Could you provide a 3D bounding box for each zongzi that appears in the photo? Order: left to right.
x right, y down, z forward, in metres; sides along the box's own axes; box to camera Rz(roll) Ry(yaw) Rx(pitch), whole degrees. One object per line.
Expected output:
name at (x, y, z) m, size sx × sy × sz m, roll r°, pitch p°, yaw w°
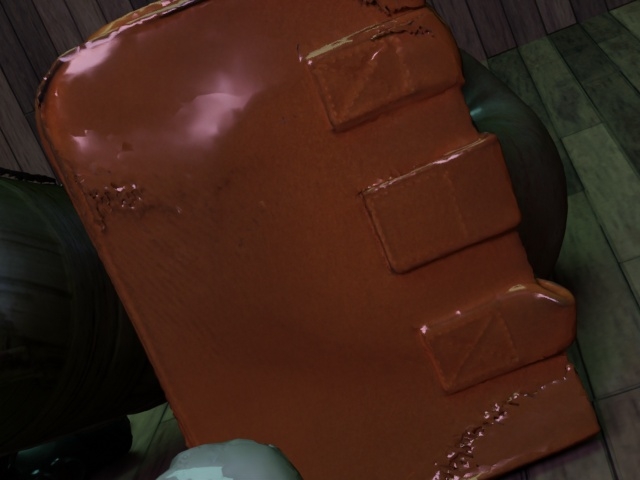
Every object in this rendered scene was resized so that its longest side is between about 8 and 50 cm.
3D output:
zongzi at (-0.325, 0.103, 1.034) m, size 0.467 × 0.218 × 0.500 m, roll -19°, pitch -13°, yaw 23°

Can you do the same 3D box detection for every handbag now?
handbag at (0.000, 0.000, 0.845) m, size 0.303 × 0.410 × 0.116 m, roll -23°, pitch 11°, yaw 3°

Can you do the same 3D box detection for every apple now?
apple at (0.072, -0.047, 1.057) m, size 0.344 × 0.269 × 0.345 m, roll 14°, pitch 19°, yaw -5°

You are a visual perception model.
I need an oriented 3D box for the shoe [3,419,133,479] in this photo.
shoe at (-0.298, 0.230, 1.128) m, size 0.227 × 0.099 × 0.112 m, roll -6°, pitch 45°, yaw -2°

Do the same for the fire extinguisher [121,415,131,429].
fire extinguisher at (-0.269, 0.212, 1.225) m, size 0.132 × 0.039 × 0.056 m, roll -25°, pitch -17°, yaw -3°

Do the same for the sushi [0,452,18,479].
sushi at (-0.330, 0.264, 0.961) m, size 0.140 × 0.149 × 0.287 m, roll -14°, pitch 1°, yaw 11°

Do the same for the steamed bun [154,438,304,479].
steamed bun at (-0.134, 0.258, 0.535) m, size 0.372 × 0.230 × 0.325 m, roll -27°, pitch -16°, yaw 8°
